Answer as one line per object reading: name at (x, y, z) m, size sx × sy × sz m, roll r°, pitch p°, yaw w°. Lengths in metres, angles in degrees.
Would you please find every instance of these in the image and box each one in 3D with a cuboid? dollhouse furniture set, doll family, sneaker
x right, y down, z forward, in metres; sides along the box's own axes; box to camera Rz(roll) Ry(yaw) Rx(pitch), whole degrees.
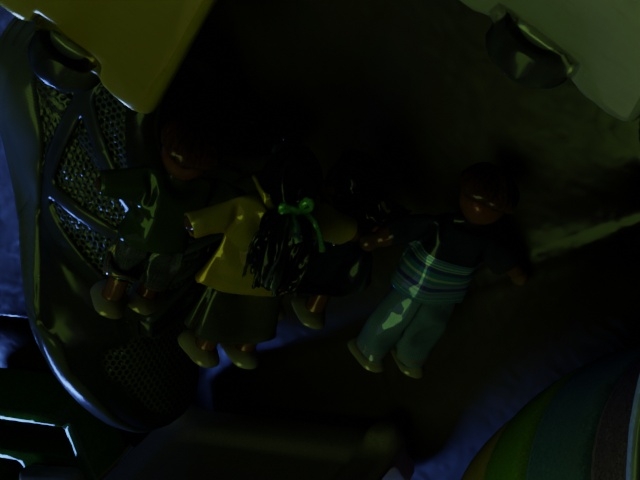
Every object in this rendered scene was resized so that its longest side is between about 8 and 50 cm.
dollhouse furniture set at (-0.102, 0.189, 0.894) m, size 0.301 × 0.197 × 0.151 m, roll 3°, pitch 121°, yaw 35°
doll family at (0.000, 0.000, 0.735) m, size 0.076 × 0.193 × 0.111 m, roll 54°, pitch 130°, yaw 41°
sneaker at (-0.074, 0.003, 0.819) m, size 0.130 × 0.087 × 0.228 m, roll 15°, pitch 123°, yaw 35°

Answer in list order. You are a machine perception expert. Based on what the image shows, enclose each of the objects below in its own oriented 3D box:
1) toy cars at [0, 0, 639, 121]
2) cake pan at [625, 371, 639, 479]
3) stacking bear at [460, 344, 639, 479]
toy cars at (-0.020, -0.143, 0.683) m, size 0.393 × 0.087 × 0.176 m, roll 3°, pitch 119°, yaw 29°
cake pan at (0.243, 0.073, 0.538) m, size 0.293 × 0.054 × 0.293 m, roll -1°, pitch 99°, yaw -7°
stacking bear at (0.125, 0.136, 0.735) m, size 0.164 × 0.175 × 0.289 m, roll 48°, pitch 142°, yaw -6°
